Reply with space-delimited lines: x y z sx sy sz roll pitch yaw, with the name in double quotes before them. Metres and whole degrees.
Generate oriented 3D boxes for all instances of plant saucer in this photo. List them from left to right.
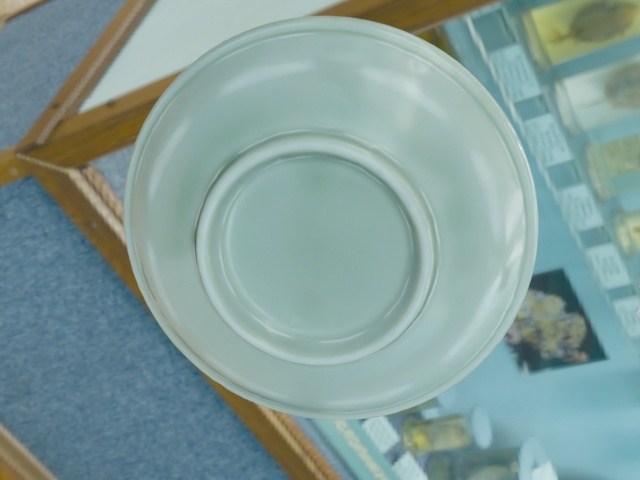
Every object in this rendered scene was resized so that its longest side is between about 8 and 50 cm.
"plant saucer" 0.000 0.000 0.939 0.100 0.400 0.400 -66 133 -71

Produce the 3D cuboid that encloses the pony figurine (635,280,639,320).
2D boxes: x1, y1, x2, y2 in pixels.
"pony figurine" 0.459 -0.003 0.784 0.303 0.351 0.363 -45 142 -14
